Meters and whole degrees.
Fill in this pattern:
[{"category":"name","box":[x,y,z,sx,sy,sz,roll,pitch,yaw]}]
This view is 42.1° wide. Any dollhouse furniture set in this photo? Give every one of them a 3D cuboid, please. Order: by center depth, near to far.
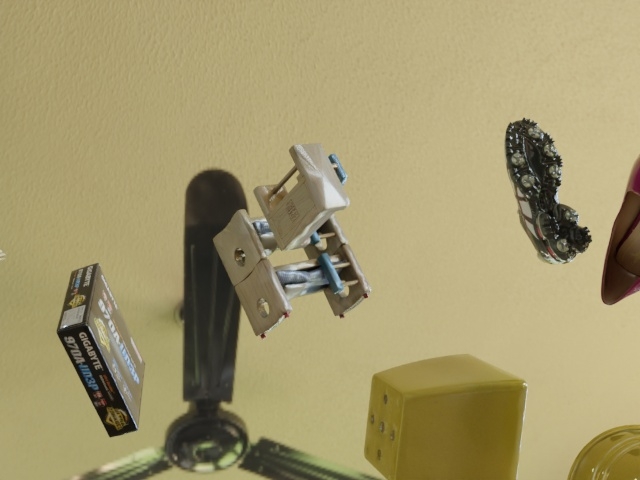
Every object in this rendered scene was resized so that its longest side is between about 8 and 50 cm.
[{"category":"dollhouse furniture set","box":[0.000,0.000,0.883,0.129,0.129,0.184,-10,-23,-40]}]

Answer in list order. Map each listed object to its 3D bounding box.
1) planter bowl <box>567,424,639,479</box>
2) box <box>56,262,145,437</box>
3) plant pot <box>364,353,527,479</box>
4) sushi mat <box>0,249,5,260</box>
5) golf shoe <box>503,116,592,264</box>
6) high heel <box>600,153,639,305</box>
[{"category":"planter bowl","box":[0.406,0.316,0.973,0.217,0.217,0.090,-2,-23,-9]},{"category":"box","box":[-0.343,0.173,1.320,0.051,0.175,0.220,-16,-61,1]},{"category":"plant pot","box":[0.184,0.300,1.331,0.187,0.212,0.212,6,-87,-16]},{"category":"sushi mat","box":[-0.542,0.019,1.059,0.151,0.316,0.019,11,-84,4]},{"category":"golf shoe","box":[0.383,-0.083,1.503,0.105,0.272,0.120,-15,-9,-16]},{"category":"high heel","box":[0.555,-0.010,1.428,0.181,0.127,0.377,-54,-30,-10]}]
